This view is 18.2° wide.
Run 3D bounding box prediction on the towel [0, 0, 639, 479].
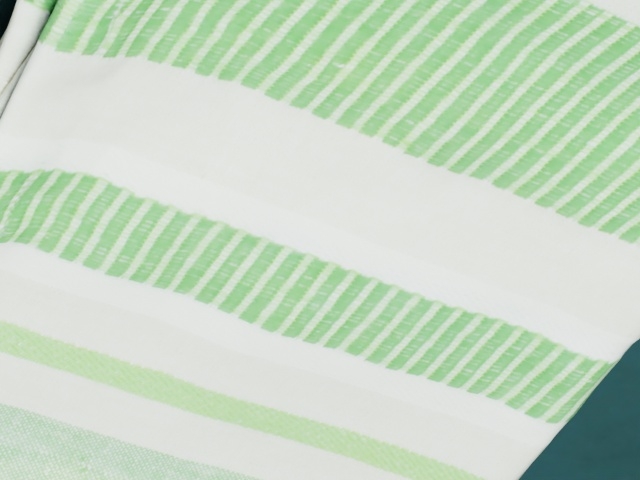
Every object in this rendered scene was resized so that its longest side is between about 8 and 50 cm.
[{"bbox_3d":[0.000,0.000,0.613,0.247,0.038,0.325,18,129,-23],"label":"towel"}]
